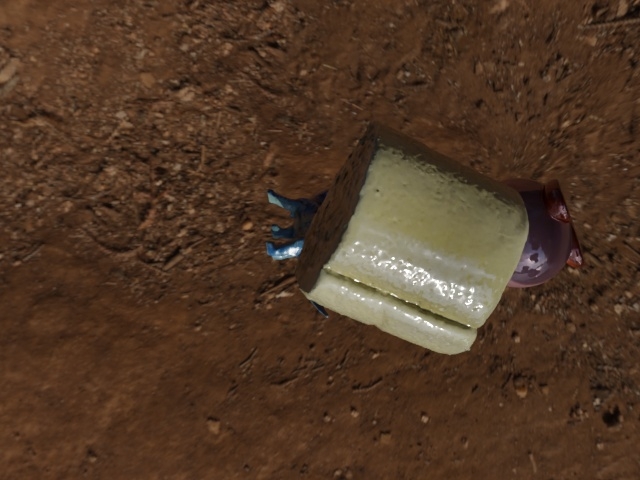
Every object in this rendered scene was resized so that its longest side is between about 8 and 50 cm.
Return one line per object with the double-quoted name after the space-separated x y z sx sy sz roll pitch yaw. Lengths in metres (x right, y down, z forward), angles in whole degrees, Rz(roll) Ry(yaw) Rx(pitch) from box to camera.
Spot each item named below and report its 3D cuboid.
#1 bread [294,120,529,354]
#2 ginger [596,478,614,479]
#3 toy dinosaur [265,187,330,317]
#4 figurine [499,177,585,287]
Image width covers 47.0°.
0.068 -0.001 0.584 0.141 0.134 0.148 24 96 -15 "bread"
0.454 0.461 1.069 0.221 0.275 0.130 26 122 -16 "ginger"
-0.028 -0.010 1.175 0.145 0.329 0.076 6 134 9 "toy dinosaur"
0.293 -0.011 1.107 0.173 0.173 0.173 1 95 14 "figurine"
